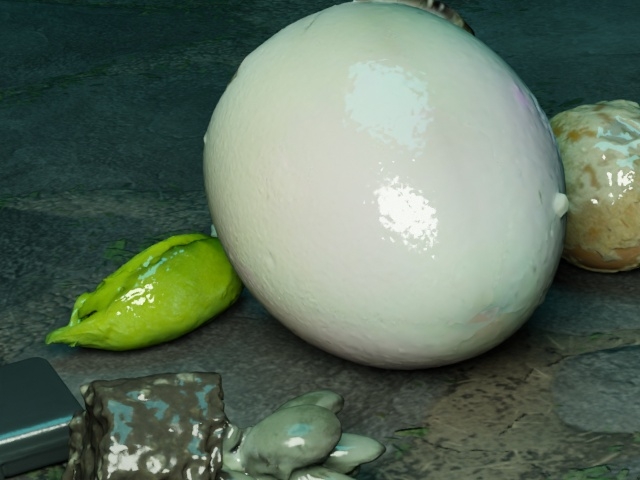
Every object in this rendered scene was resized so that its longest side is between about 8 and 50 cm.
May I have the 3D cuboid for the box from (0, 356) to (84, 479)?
[{"bbox_3d":[-0.347,0.183,1.632,0.230,0.050,0.160,-14,25,-21],"label":"box"}]

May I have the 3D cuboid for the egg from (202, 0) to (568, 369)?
[{"bbox_3d":[0.088,-0.020,1.691,0.354,0.354,0.340,-12,40,-18],"label":"egg"}]

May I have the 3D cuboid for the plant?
[{"bbox_3d":[-0.078,0.193,1.455,0.275,0.149,0.146,2,61,-28],"label":"plant"}]

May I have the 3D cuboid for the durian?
[{"bbox_3d":[-0.171,0.060,1.839,0.250,0.101,0.139,-29,-2,-45],"label":"durian"}]

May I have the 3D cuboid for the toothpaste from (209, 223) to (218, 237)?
[{"bbox_3d":[0.000,0.000,2.015,0.268,0.047,0.069,5,12,12],"label":"toothpaste"}]

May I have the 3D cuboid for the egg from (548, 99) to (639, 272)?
[{"bbox_3d":[0.318,-0.062,1.917,0.195,0.195,0.233,-13,15,-21],"label":"egg"}]
